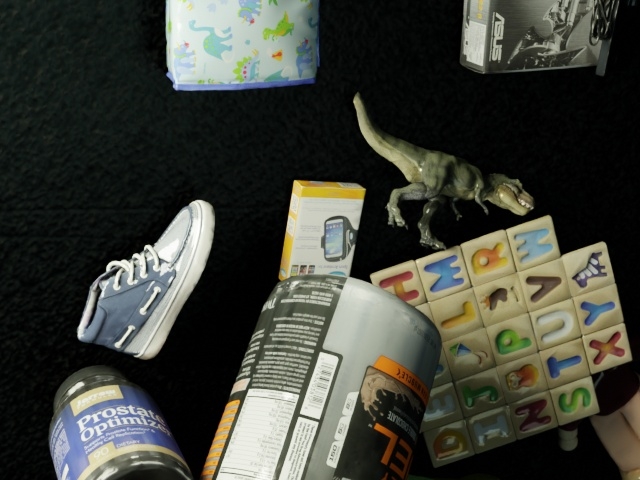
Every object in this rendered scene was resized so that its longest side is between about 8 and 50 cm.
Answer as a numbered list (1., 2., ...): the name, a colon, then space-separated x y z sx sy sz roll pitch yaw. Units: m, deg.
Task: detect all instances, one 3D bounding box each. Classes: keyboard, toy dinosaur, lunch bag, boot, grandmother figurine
1. keyboard: 0.332 -0.283 1.093 0.100 0.038 0.192 -13 117 -46
2. toy dinosaur: 0.125 -0.060 1.131 0.268 0.064 0.118 24 80 -27
3. lunch bag: -0.074 -0.217 0.957 0.151 0.096 0.129 -3 112 -13
4. boot: -0.183 0.037 1.026 0.086 0.069 0.190 18 104 -32
5. grandmother figurine: 0.406 0.208 1.347 0.208 0.104 0.342 -49 124 -9

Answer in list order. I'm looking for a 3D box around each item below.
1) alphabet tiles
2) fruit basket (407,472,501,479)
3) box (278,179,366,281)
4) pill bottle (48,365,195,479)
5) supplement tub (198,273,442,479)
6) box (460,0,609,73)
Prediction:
1. alphabet tiles: 0.210 0.131 1.213 0.342 0.011 0.285 -19 111 0
2. fruit basket: 0.096 0.419 1.243 0.392 0.282 0.392 3 90 -64
3. box: 0.000 0.000 1.120 0.081 0.028 0.136 2 112 -25
4. pill bottle: -0.211 0.219 1.001 0.122 0.219 0.123 -9 114 -21
5. supplement tub: -0.008 0.223 1.025 0.207 0.207 0.338 35 61 -31
6. box: 0.254 -0.309 1.090 0.183 0.056 0.231 -7 113 -21
